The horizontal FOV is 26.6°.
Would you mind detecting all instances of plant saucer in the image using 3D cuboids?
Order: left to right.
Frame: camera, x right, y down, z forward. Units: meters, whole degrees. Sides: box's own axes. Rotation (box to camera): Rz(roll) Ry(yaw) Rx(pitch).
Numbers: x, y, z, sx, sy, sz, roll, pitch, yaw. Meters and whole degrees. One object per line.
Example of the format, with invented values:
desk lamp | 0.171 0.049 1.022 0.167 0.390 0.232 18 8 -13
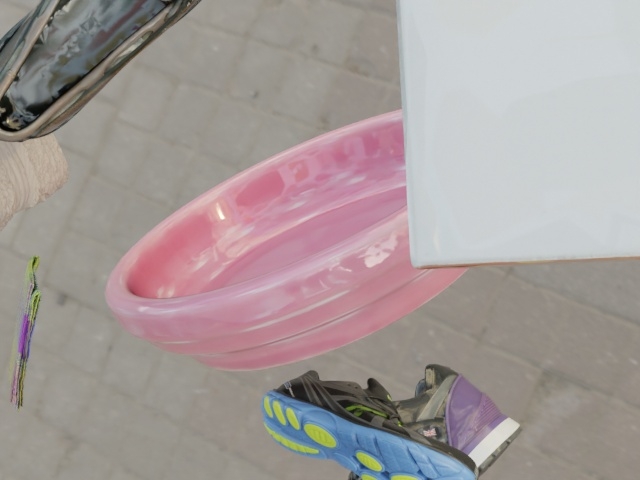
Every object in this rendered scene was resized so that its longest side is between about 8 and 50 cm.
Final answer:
plant saucer | 0.000 0.000 1.034 0.332 0.332 0.084 -16 108 26

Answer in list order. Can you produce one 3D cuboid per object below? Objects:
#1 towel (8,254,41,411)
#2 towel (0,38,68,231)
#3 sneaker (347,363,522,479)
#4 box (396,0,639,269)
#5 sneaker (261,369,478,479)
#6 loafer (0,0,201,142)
towel | -0.181 0.056 0.828 0.060 0.009 0.083 -124 45 -68
towel | -0.282 -0.141 0.975 0.049 0.187 0.282 -26 100 15
sneaker | 0.057 0.225 1.284 0.124 0.283 0.107 45 144 14
box | 0.234 -0.079 0.590 0.345 0.215 0.168 -3 89 31
sneaker | 0.041 0.140 1.017 0.188 0.067 0.078 19 44 37
loafer | -0.130 -0.166 0.897 0.267 0.096 0.084 -49 17 10
